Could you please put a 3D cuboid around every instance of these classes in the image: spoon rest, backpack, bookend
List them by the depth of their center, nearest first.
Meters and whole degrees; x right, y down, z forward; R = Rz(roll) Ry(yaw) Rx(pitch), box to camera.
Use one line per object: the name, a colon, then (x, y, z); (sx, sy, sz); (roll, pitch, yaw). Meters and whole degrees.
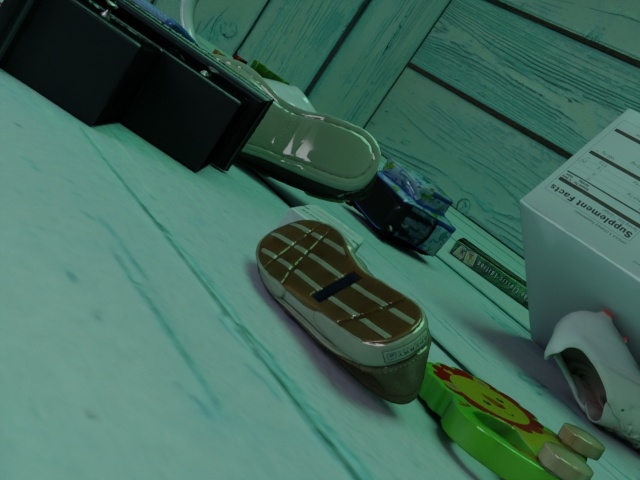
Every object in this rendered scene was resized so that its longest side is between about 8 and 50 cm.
bookend: (-0.122, -0.112, 0.509); (0.156, 0.072, 0.157); (34, 10, -5)
spoon rest: (-0.081, -0.184, 0.858); (0.276, 0.084, 0.137); (58, -5, -1)
backpack: (0.106, -0.037, 0.862); (0.114, 0.084, 0.105); (30, 13, -41)

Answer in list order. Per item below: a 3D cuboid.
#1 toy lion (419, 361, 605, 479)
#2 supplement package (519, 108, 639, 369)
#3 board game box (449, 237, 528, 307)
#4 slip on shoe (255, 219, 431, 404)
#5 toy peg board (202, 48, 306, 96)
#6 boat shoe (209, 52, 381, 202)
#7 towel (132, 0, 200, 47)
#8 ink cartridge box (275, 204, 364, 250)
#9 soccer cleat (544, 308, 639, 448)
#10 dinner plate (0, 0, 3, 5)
toy lion: (0.087, 0.092, 0.363); (0.096, 0.034, 0.100); (31, 8, 24)
supplement package: (0.317, 0.049, 0.692); (0.204, 0.145, 0.262); (42, -15, 37)
board game box: (0.328, 0.082, 1.191); (0.260, 0.030, 0.136); (37, 8, 12)
slip on shoe: (0.009, 0.031, 0.365); (0.135, 0.051, 0.041); (35, -34, 51)
toy peg board: (-0.113, -0.219, 1.020); (0.161, 0.079, 0.161); (24, 14, -49)
boat shoe: (-0.052, -0.100, 0.684); (0.228, 0.081, 0.068); (29, -16, 9)
towel: (-0.202, -0.243, 0.808); (0.285, 0.034, 0.209); (41, -6, 26)
ink cartridge box: (0.000, 0.000, 0.503); (0.048, 0.028, 0.083); (36, 10, 6)
soccer cleat: (0.264, 0.146, 0.611); (0.076, 0.068, 0.196); (-35, 79, -33)
dinner plate: (-0.272, -0.182, 0.510); (0.141, 0.017, 0.141); (34, 10, -7)
